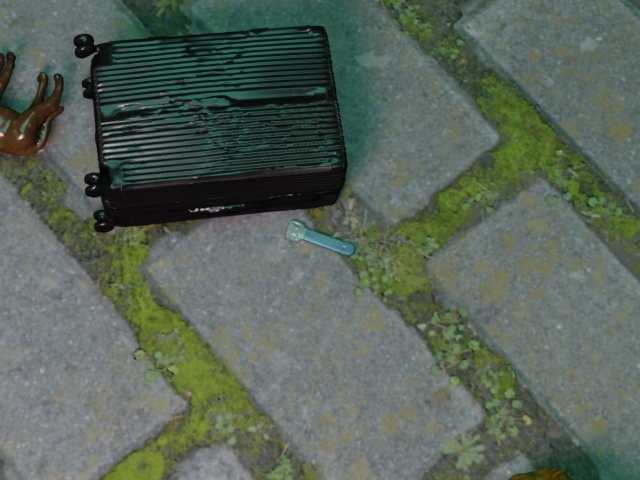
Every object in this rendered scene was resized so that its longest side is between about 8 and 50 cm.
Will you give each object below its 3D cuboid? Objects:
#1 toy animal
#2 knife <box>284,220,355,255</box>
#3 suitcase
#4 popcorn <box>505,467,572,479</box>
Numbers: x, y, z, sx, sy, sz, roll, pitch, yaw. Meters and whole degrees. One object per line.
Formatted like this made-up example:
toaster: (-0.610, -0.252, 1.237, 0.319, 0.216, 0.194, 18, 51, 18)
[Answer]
toy animal: (-0.472, -0.156, 1.979, 0.224, 0.066, 0.230, 25, 74, 6)
knife: (0.000, 0.000, 1.977, 0.096, 0.010, 0.027, 19, 68, 1)
suitcase: (-0.141, -0.149, 1.950, 0.335, 0.152, 0.229, -6, 70, -6)
popcorn: (0.268, 0.382, 1.749, 0.250, 0.190, 0.250, 4, 63, -8)
